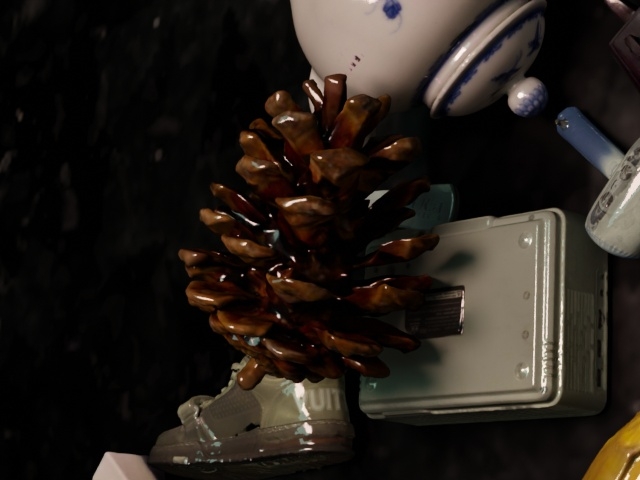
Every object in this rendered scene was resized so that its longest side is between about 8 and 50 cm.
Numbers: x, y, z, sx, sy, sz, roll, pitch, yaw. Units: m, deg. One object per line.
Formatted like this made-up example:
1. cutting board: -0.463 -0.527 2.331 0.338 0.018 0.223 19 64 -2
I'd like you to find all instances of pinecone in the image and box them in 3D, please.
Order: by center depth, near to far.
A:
1. pinecone: 0.000 0.000 1.525 0.244 0.244 0.309 20 97 50

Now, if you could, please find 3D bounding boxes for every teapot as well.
1. teapot: 0.310 -0.164 1.472 0.087 0.096 0.177 -50 47 27
2. teapot: 0.118 -0.223 1.619 0.280 0.252 0.424 44 110 9

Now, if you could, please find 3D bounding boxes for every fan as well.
1. fan: 0.048 -0.043 1.798 0.282 0.023 0.057 8 88 48

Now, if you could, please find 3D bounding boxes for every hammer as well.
1. hammer: 0.268 -0.071 1.527 0.116 0.069 0.194 -60 35 19

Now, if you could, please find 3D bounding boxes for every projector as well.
1. projector: 0.150 0.075 1.587 0.256 0.099 0.192 -10 71 47

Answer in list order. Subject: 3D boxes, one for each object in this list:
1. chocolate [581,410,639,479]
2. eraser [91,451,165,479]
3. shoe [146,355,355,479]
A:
1. chocolate: 0.260 0.260 1.384 0.162 0.162 0.445 35 104 48
2. eraser: -0.141 0.392 1.833 0.404 0.098 0.096 44 113 46
3. shoe: -0.075 0.182 1.816 0.293 0.109 0.149 -12 68 42
